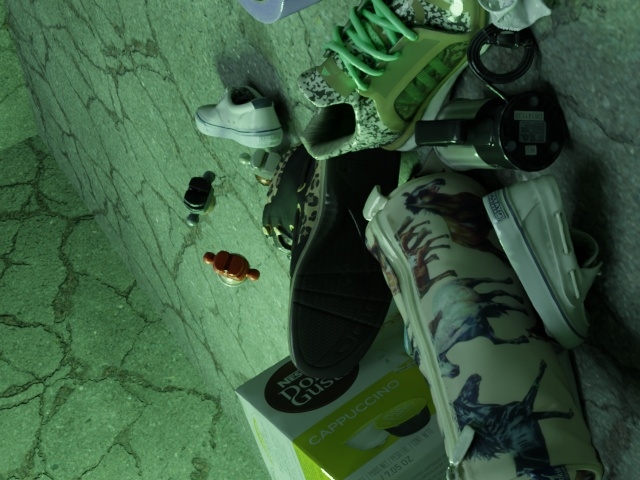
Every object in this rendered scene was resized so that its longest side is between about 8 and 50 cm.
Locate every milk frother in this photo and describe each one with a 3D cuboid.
[{"bbox_3d":[0.179,-0.150,1.090,0.135,0.129,0.143,9,83,64],"label":"milk frother"}]

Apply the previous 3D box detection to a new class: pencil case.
[{"bbox_3d":[0.171,0.118,1.157,0.160,0.184,0.410,-43,52,37],"label":"pencil case"}]

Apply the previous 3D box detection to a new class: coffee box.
[{"bbox_3d":[0.139,0.307,1.408,0.334,0.338,0.338,28,143,55],"label":"coffee box"}]

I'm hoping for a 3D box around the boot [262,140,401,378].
[{"bbox_3d":[0.000,0.000,1.453,0.284,0.138,0.377,171,105,-73],"label":"boot"}]

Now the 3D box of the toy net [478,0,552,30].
[{"bbox_3d":[0.175,-0.276,0.923,0.122,0.045,0.232,34,147,12],"label":"toy net"}]

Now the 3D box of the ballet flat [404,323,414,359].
[{"bbox_3d":[0.156,0.064,1.321,0.070,0.070,0.188,140,144,-69],"label":"ballet flat"}]

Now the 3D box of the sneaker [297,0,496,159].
[{"bbox_3d":[0.068,-0.205,1.125,0.158,0.182,0.410,52,156,21],"label":"sneaker"}]

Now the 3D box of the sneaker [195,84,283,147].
[{"bbox_3d":[-0.140,-0.224,1.755,0.258,0.094,0.091,21,118,54],"label":"sneaker"}]

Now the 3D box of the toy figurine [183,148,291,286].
[{"bbox_3d":[-0.121,-0.041,1.759,0.209,0.213,0.148,62,176,6],"label":"toy figurine"}]

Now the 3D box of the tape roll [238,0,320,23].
[{"bbox_3d":[-0.069,-0.391,1.354,0.189,0.080,0.189,49,158,29],"label":"tape roll"}]

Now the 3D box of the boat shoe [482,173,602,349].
[{"bbox_3d":[0.260,0.023,1.106,0.267,0.088,0.096,54,-163,-39],"label":"boat shoe"}]

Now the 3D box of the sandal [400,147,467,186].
[{"bbox_3d":[0.135,-0.060,1.333,0.090,0.060,0.219,60,160,2],"label":"sandal"}]
